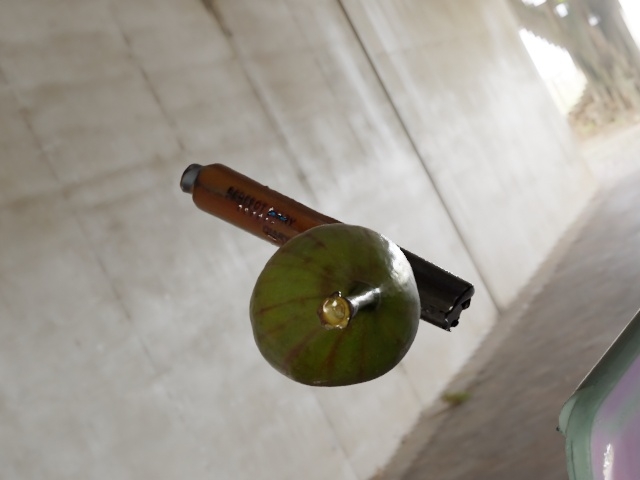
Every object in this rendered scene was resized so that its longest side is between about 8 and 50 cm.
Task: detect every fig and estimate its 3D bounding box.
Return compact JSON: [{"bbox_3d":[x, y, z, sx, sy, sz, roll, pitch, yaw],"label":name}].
[{"bbox_3d":[0.018,0.040,1.165,0.151,0.151,0.259,-28,-12,-11],"label":"fig"}]

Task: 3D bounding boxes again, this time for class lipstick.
[{"bbox_3d":[0.000,0.000,1.769,0.077,0.418,0.077,-48,-27,-35],"label":"lipstick"}]

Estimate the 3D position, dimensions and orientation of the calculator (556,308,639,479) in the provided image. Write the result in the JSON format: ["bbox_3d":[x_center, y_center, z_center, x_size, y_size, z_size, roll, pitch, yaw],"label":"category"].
[{"bbox_3d":[0.202,0.073,0.673,0.246,0.141,0.045,-44,21,-31],"label":"calculator"}]
